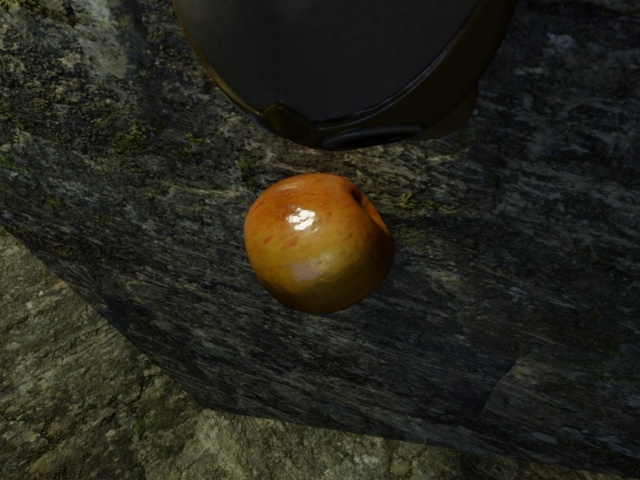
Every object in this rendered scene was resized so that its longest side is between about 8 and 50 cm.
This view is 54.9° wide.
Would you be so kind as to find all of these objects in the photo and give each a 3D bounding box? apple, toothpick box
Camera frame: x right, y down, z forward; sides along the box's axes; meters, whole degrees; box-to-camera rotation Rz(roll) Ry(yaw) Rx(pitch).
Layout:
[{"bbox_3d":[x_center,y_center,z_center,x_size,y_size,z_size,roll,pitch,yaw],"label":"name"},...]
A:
[{"bbox_3d":[0.000,0.000,1.259,0.275,0.299,0.299,-27,122,22],"label":"apple"},{"bbox_3d":[0.028,-0.310,0.719,0.409,0.409,0.425,14,157,18],"label":"toothpick box"}]
